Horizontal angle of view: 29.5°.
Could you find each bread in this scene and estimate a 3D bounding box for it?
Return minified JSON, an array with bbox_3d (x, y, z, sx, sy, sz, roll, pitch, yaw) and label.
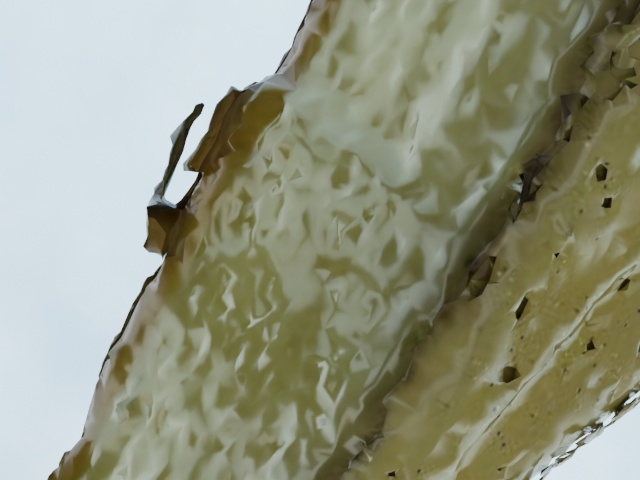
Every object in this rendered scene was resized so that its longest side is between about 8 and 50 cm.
[{"bbox_3d":[0.000,0.000,0.568,0.315,0.248,0.279,-30,-52,-22],"label":"bread"}]
